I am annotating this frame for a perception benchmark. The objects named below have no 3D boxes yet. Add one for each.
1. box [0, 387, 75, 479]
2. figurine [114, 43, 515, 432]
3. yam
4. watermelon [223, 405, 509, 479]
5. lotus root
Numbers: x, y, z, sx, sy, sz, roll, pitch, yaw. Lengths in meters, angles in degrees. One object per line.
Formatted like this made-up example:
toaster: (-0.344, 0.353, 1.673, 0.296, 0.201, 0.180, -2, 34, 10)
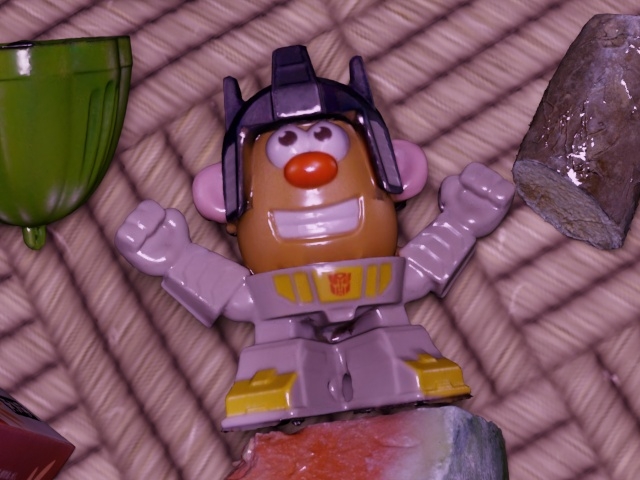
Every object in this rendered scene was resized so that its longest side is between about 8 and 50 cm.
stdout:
box: (-0.390, 0.080, 1.391, 0.344, 0.385, 0.122, 36, 87, 12)
figurine: (-0.004, 0.001, 1.472, 0.308, 0.143, 0.308, 7, 73, -24)
yam: (0.220, -0.096, 1.482, 0.107, 0.107, 0.183, 24, 82, 12)
watermelon: (-0.002, 0.197, 1.437, 0.256, 0.193, 0.140, -3, 79, 22)
lotus root: (-0.233, -0.075, 1.521, 0.186, 0.186, 0.186, -1, 80, 8)
